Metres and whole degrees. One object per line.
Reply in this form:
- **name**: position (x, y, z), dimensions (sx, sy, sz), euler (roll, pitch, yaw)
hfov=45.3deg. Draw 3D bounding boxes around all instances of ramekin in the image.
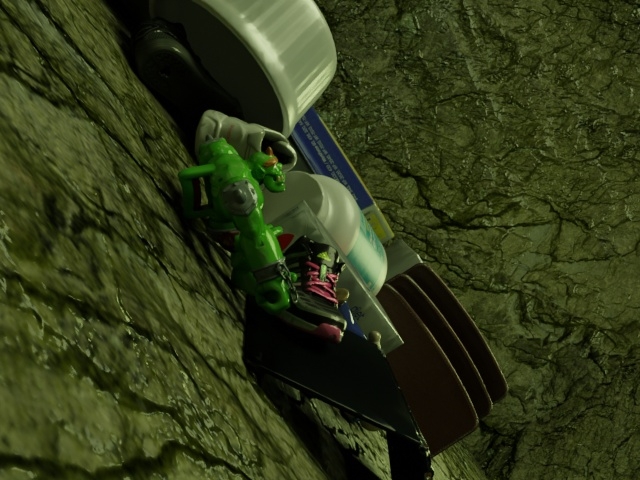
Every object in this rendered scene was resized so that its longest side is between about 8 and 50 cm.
- **ramekin**: position (-0.106, -0.287, 1.124), dimensions (0.277, 0.135, 0.277), euler (38, -19, 16)

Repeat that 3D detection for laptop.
- **laptop**: position (0.017, 0.183, 0.716), dimensions (0.234, 0.136, 0.265), euler (-108, -170, -77)

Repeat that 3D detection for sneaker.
- **sneaker**: position (-0.184, -0.225, 1.072), dimensions (0.227, 0.087, 0.130), euler (45, 18, -52)
- **sneaker**: position (-0.081, -0.109, 1.067), dimensions (0.115, 0.090, 0.232), euler (12, -2, 18)
- **sneaker**: position (-0.008, 0.040, 0.743), dimensions (0.063, 0.075, 0.170), euler (26, 9, -19)

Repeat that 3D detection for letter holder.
- **letter holder**: position (0.194, 0.206, 1.401), dimensions (0.302, 0.214, 0.152), euler (57, 3, 8)

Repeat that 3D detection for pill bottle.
- **pill bottle**: position (0.000, 0.000, 1.101), dimensions (0.146, 0.146, 0.264), euler (58, 3, 28)

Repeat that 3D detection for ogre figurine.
- **ogre figurine**: position (-0.075, -0.023, 0.713), dimensions (0.197, 0.096, 0.118), euler (-89, 167, -58)

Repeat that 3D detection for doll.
- **doll**: position (0.042, 0.146, 0.891), dimensions (0.189, 0.046, 0.129), euler (68, 30, -26)

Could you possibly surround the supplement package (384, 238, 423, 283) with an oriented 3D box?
- **supplement package**: position (0.158, 0.143, 1.654), dimensions (0.198, 0.199, 0.263), euler (57, 3, -7)

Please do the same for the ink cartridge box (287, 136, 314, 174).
- **ink cartridge box**: position (-0.091, -0.140, 1.397), dimensions (0.278, 0.117, 0.201), euler (57, 3, 0)

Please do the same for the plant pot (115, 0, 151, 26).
- **plant pot**: position (-0.251, -0.464, 1.205), dimensions (0.275, 0.274, 0.294), euler (58, -13, 32)

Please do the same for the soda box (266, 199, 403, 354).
- **soda box**: position (0.011, 0.073, 0.979), dimensions (0.091, 0.098, 0.286), euler (59, 4, 36)

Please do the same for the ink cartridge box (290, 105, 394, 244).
- **ink cartridge box**: position (0.009, -0.150, 1.362), dimensions (0.304, 0.072, 0.307), euler (59, 2, 19)
